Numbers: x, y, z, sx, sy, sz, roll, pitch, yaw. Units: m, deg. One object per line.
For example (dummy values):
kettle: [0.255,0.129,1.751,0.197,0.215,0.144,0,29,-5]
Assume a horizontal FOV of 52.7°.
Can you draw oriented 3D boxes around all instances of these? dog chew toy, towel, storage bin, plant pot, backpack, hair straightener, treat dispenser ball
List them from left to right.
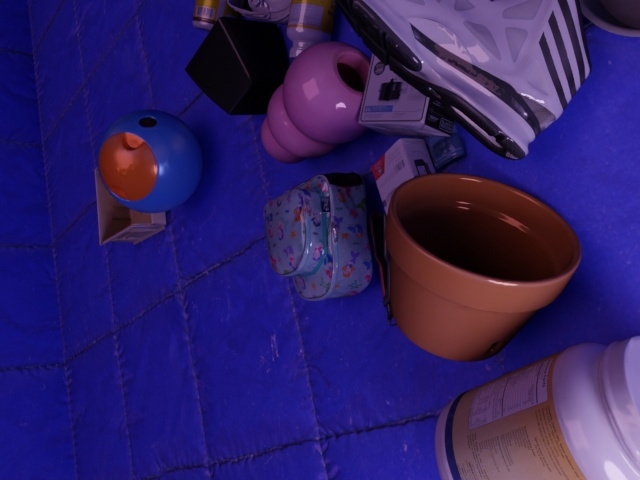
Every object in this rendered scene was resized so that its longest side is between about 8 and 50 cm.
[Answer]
storage bin: [-0.612,-0.139,2.084,0.260,0.123,0.262,-20,73,47]
treat dispenser ball: [-0.473,-0.221,1.807,0.288,0.288,0.288,-3,86,49]
plant pot: [-0.185,-0.410,1.579,0.188,0.187,0.167,-40,71,40]
dog chew toy: [-0.017,-0.270,1.369,0.332,0.207,0.206,-32,65,53]
backpack: [0.000,0.000,1.341,0.225,0.191,0.253,-17,84,59]
hair straightener: [0.145,0.053,1.270,0.089,0.047,0.230,-9,82,48]
towel: [0.226,-0.198,1.204,0.067,0.029,0.119,-30,66,43]
plant pot: [0.229,0.052,1.022,0.291,0.291,0.203,46,137,39]

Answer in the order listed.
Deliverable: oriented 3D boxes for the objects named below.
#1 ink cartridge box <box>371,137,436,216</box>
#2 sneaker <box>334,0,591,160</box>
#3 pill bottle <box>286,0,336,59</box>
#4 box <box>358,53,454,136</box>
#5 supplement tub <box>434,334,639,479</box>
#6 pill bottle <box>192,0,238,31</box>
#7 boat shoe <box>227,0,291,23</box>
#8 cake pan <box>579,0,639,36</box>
ink cartridge box: [0.167,-0.102,1.228,0.109,0.063,0.150,-42,58,53]
sneaker: [0.230,-0.360,1.027,0.447,0.169,0.257,44,94,9]
pill bottle: [-0.020,-0.495,1.443,0.103,0.103,0.184,18,102,48]
box: [0.181,-0.344,1.192,0.169,0.087,0.290,13,90,48]
supplement tub: [0.343,0.279,0.898,0.316,0.228,0.228,-38,61,41]
pill bottle: [-0.266,-0.664,1.720,0.117,0.117,0.215,27,108,46]
boat shoe: [-0.140,-0.588,1.597,0.258,0.084,0.095,13,97,48]
cake pan: [0.490,-0.427,0.897,0.293,0.054,0.293,-3,86,49]
